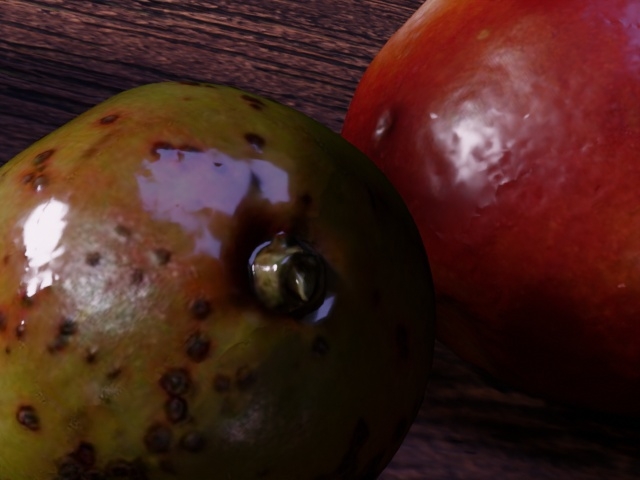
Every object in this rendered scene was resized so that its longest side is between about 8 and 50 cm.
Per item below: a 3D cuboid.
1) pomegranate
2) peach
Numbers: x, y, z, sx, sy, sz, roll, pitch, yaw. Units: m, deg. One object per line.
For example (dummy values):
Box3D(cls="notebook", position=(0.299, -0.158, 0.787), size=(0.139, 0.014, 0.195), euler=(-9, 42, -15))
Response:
Box3D(cls="pomegranate", position=(-0.053, 0.026, 0.553), size=(0.159, 0.159, 0.205), euler=(4, -2, -26))
Box3D(cls="peach", position=(0.128, -0.028, 0.712), size=(0.243, 0.199, 0.243), euler=(7, 31, -4))
